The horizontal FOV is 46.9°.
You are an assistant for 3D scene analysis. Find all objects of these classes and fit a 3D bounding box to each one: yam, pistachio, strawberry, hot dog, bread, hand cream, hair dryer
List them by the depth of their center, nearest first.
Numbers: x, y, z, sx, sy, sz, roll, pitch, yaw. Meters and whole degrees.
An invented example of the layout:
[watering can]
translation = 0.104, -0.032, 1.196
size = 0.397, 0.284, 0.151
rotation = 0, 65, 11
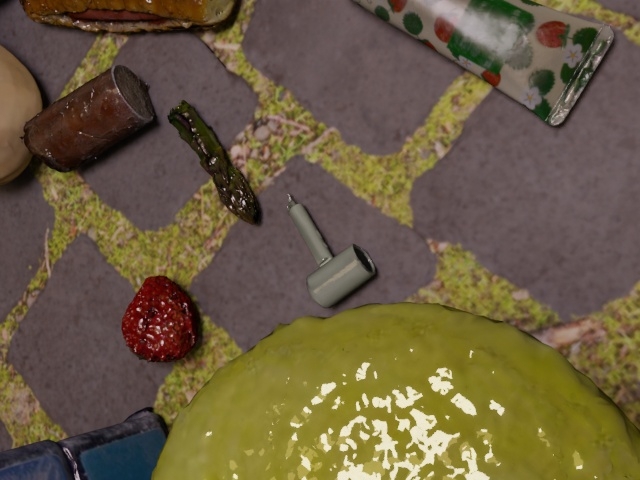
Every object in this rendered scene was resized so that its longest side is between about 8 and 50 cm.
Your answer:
[bread]
translation = 0.082, 0.220, 0.534
size = 0.348, 0.308, 0.348
rotation = -3, 81, 21
[hand cream]
translation = 0.118, -0.207, 0.670
size = 0.276, 0.059, 0.095
rotation = 32, 103, 17
[hair dryer]
translation = 0.000, 0.000, 0.731
size = 0.063, 0.038, 0.124
rotation = -37, 67, 17
[strawberry]
translation = -0.171, 0.085, 0.782
size = 0.083, 0.083, 0.096
rotation = -18, 74, 23
[hot dog]
translation = -0.223, -0.276, 0.820
size = 0.289, 0.068, 0.083
rotation = 9, 85, 25
[yam]
translation = -0.258, -0.134, 0.827
size = 0.141, 0.079, 0.079
rotation = -27, 78, 21
[pistachio]
translation = -0.405, -0.154, 0.877
size = 0.145, 0.117, 0.200
rotation = -16, 68, -13

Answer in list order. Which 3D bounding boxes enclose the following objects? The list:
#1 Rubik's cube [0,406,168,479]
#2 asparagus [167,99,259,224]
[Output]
[Rubik's cube]
translation = -0.288, 0.383, 0.693
size = 0.316, 0.313, 0.318
rotation = -35, 74, 19
[asparagus]
translation = -0.112, -0.082, 0.783
size = 0.036, 0.030, 0.165
rotation = -32, 72, -5
